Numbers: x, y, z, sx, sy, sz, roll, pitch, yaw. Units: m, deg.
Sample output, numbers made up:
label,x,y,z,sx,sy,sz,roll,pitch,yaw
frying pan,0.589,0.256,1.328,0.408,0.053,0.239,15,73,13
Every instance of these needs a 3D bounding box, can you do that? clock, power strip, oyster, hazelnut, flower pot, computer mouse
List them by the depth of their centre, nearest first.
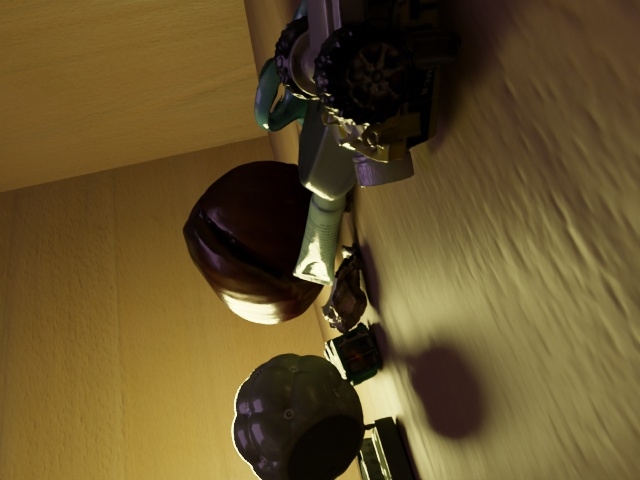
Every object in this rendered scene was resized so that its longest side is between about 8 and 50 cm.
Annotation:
label,x,y,z,sx,sy,sz,roll,pitch,yaw
computer mouse,0.026,-0.145,0.642,0.231,0.079,0.128,108,159,-53
power strip,0.136,0.449,1.012,0.145,0.061,0.215,85,171,-51
flower pot,-0.044,0.328,1.025,0.195,0.246,0.246,32,140,49
oyster,0.050,0.091,1.034,0.191,0.081,0.163,135,149,-81
hazelnut,-0.132,0.010,1.286,0.409,0.359,0.359,72,-179,-59
clock,0.147,0.613,1.294,0.312,0.061,0.312,167,90,-85

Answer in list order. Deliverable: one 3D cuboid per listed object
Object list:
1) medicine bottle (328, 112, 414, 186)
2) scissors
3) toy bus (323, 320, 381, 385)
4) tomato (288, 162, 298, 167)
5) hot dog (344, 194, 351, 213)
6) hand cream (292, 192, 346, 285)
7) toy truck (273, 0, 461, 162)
label,x,y,z,sx,sy,sz,roll,pitch,yaw
medicine bottle,0.047,-0.110,0.489,0.055,0.074,0.118,-128,26,-77
scissors,-0.012,-0.196,0.754,0.032,0.180,0.393,31,178,8
toy bus,0.065,0.241,1.142,0.261,0.091,0.109,89,157,-71
tomato,-0.070,-0.124,1.639,0.189,0.099,0.173,-64,-30,-23
hot dog,0.038,-0.077,0.968,0.083,0.021,0.037,-111,-1,-49
hand cream,0.000,0.000,0.992,0.331,0.085,0.058,101,-179,-56
toy truck,0.021,-0.194,0.362,0.136,0.111,0.285,-133,30,-59
